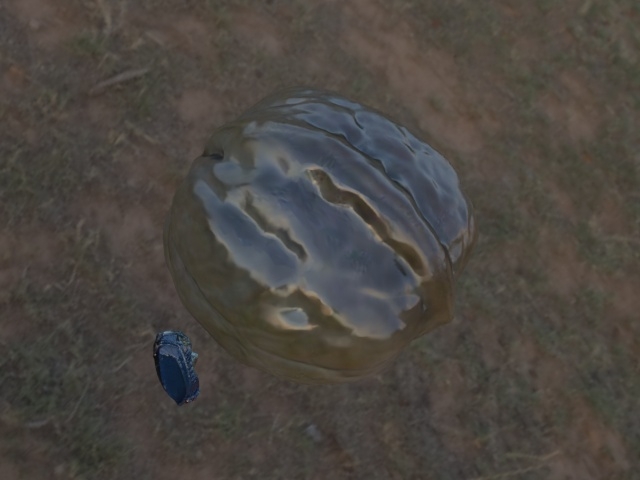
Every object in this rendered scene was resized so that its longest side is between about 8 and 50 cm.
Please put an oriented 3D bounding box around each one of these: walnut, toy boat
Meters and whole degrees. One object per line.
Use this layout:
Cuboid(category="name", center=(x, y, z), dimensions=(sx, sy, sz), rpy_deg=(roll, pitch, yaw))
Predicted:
Cuboid(category="walnut", center=(0.000, 0.000, 0.720), dimensions=(0.224, 0.224, 0.224), rpy_deg=(21, 49, -26))
Cuboid(category="toy boat", center=(-0.117, 0.106, 0.826), dimensions=(0.038, 0.083, 0.038), rpy_deg=(-3, 40, 3))
